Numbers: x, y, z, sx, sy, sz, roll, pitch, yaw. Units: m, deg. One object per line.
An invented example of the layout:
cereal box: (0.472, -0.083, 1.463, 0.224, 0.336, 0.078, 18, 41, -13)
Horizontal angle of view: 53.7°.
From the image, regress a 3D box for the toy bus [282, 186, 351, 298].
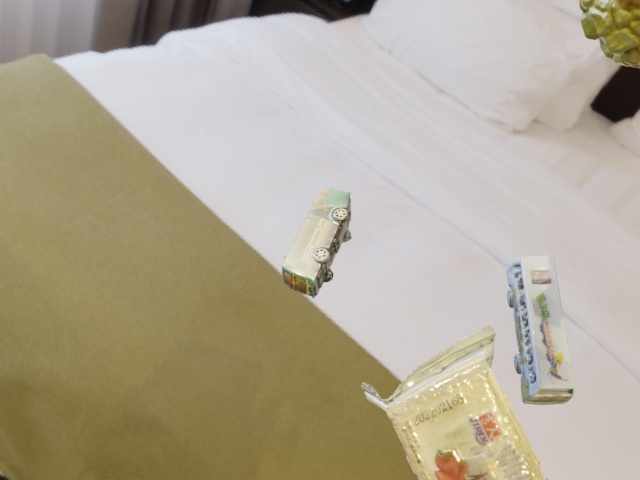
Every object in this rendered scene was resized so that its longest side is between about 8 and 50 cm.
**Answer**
toy bus: (0.000, 0.000, 1.405, 0.109, 0.091, 0.261, 16, 54, 13)

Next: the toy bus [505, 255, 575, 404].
toy bus: (0.482, 0.186, 1.392, 0.109, 0.136, 0.329, -3, 64, 6)

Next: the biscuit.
biscuit: (0.190, 0.272, 0.724, 0.309, 0.186, 0.079, 65, 7, 15)

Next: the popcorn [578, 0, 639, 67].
popcorn: (0.535, -0.396, 1.011, 0.181, 0.234, 0.217, -8, 18, -19)
